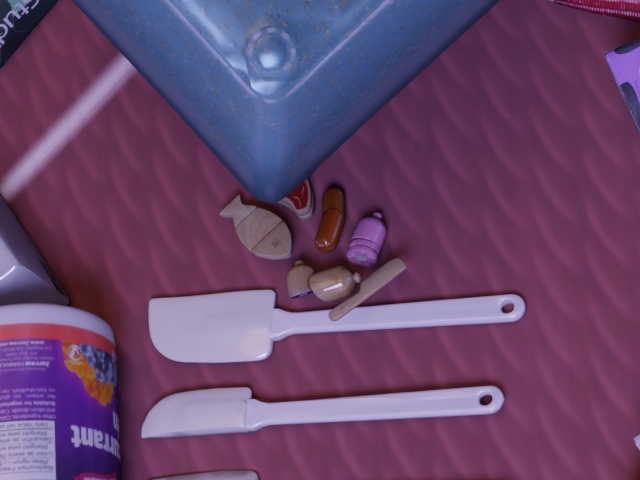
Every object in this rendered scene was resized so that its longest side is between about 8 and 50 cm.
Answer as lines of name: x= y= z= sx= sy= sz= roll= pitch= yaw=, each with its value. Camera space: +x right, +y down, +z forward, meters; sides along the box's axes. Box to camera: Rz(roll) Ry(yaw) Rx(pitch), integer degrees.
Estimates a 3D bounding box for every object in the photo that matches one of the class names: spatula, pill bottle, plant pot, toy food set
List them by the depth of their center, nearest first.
plant pot: x=-0.022 y=-0.175 z=1.094 sx=0.248 sy=0.252 sz=0.247 roll=-42 pitch=96 yaw=4
pill bottle: x=-0.172 y=0.144 z=1.178 sx=0.108 sy=0.108 sz=0.193 roll=-11 pitch=67 yaw=15
spatula: x=0.003 y=0.106 z=1.185 sx=0.242 sy=0.019 sz=0.168 roll=-4 pitch=63 yaw=17
toy food set: x=0.000 y=0.000 z=1.221 sx=0.078 sy=0.019 sz=0.122 roll=-37 pitch=52 yaw=-6

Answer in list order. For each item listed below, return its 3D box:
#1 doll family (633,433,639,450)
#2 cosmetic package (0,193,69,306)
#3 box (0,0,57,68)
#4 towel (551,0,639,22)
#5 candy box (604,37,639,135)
doll family: x=0.291 y=0.122 z=1.038 sx=0.263 sy=0.118 sz=0.163 roll=30 pitch=88 yaw=45
cosmetic package: x=-0.290 y=0.057 z=1.268 sx=0.231 sy=0.085 sz=0.117 roll=-40 pitch=63 yaw=3
box: x=-0.296 y=-0.198 z=1.385 sx=0.232 sy=0.058 sz=0.322 roll=38 pitch=87 yaw=27
towel: x=0.143 y=-0.268 z=1.267 sx=0.329 sy=0.037 sz=0.237 roll=17 pitch=77 yaw=24
candy box: x=0.285 y=-0.067 z=1.120 sx=0.196 sy=0.070 sz=0.165 roll=-24 pitch=64 yaw=10
